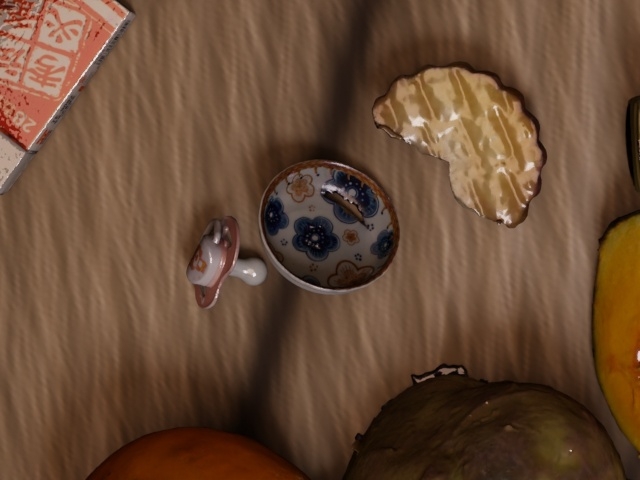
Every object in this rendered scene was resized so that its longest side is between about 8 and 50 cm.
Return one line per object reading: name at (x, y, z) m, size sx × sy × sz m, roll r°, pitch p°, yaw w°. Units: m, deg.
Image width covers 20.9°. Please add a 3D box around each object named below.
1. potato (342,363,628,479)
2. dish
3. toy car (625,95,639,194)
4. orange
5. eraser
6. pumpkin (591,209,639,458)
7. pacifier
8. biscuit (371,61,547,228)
potato at (0.141, 0.260, 1.592) m, size 0.301 × 0.237 × 0.288 m, roll 24°, pitch 97°, yaw 8°
dish at (0.000, 0.000, 1.690) m, size 0.141 × 0.078 × 0.141 m, roll 6°, pitch 63°, yaw -13°
toy car at (0.409, -0.097, 1.586) m, size 0.257 × 0.124 × 0.101 m, roll -5°, pitch 96°, yaw 0°
orange at (-0.115, 0.314, 1.641) m, size 0.284 × 0.226 × 0.284 m, roll 5°, pitch 101°, yaw 26°
eraser at (-0.313, -0.183, 1.742) m, size 0.157 × 0.038 × 0.230 m, roll 38°, pitch 98°, yaw 5°
pumpkin at (0.366, 0.125, 1.616) m, size 0.148 × 0.169 × 0.312 m, roll -6°, pitch 73°, yaw -28°
pacifier at (-0.089, 0.022, 1.711) m, size 0.078 × 0.081 × 0.099 m, roll 14°, pitch 124°, yaw -23°
biscuit at (0.147, -0.101, 1.659) m, size 0.183 × 0.061 × 0.118 m, roll 44°, pitch 97°, yaw 2°
